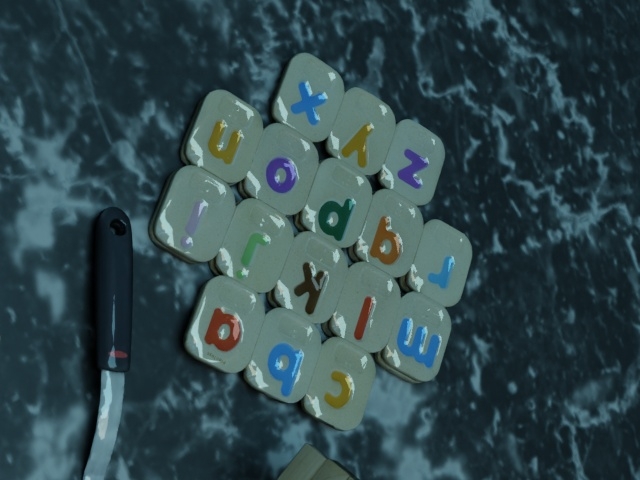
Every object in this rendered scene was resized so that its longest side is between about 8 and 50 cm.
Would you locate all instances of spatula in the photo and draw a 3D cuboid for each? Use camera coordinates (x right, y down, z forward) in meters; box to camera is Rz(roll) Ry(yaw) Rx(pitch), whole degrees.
[{"bbox_3d":[-0.154,0.119,1.084,0.084,0.030,0.297,11,74,-33],"label":"spatula"}]

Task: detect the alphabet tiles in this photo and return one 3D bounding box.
[{"bbox_3d":[0.000,0.000,1.218,0.284,0.021,0.278,30,65,-26],"label":"alphabet tiles"}]

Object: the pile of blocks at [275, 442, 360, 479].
[{"bbox_3d":[-0.022,0.336,1.102,0.112,0.148,0.362,43,60,-71],"label":"pile of blocks"}]
